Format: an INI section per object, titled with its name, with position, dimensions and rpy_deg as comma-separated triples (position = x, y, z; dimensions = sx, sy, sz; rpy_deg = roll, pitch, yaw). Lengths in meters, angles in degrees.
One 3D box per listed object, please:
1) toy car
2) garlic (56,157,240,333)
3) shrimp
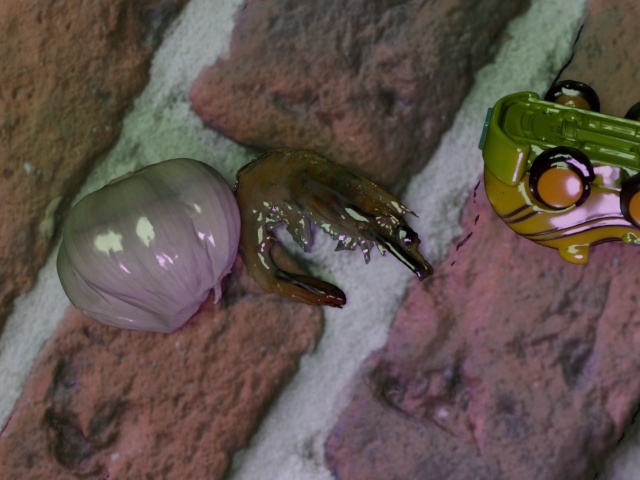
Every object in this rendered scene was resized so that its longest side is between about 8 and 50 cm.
[toy car]
position = 0.271, -0.050, 1.229
dimensions = 0.248, 0.200, 0.142
rpy_deg = 15, 120, 10
[garlic]
position = -0.199, 0.007, 1.387
dimensions = 0.229, 0.143, 0.178
rpy_deg = -36, 76, 16
[shrimp]
position = -0.001, 0.000, 1.376
dimensions = 0.253, 0.058, 0.173
rpy_deg = 37, 106, 20
